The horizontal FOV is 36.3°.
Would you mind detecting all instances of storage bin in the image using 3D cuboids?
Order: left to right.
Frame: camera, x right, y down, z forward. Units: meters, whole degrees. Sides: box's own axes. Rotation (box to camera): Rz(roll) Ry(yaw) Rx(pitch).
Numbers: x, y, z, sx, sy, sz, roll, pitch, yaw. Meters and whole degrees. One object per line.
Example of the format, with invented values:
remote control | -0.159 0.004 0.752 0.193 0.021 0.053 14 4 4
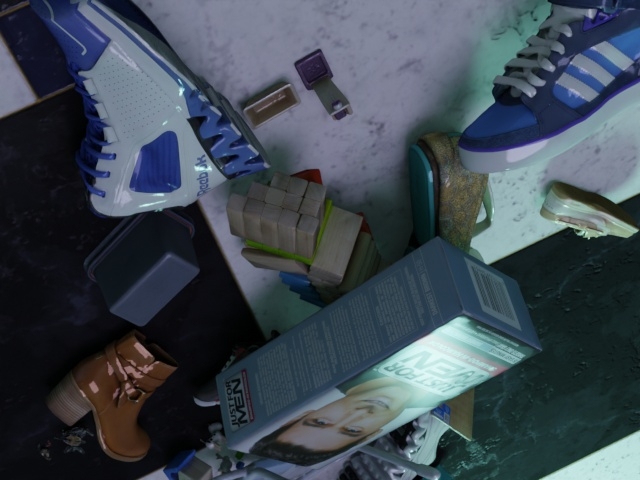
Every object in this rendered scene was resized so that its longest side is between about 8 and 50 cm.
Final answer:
storage bin | -0.203 0.036 1.165 0.135 0.091 0.098 -42 133 14

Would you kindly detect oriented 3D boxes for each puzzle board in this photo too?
puzzle board | 0.210 0.255 1.562 0.011 0.096 0.128 -14 144 35

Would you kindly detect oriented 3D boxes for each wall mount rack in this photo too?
wall mount rack | -0.014 0.367 1.432 0.350 0.130 0.304 -4 151 -45

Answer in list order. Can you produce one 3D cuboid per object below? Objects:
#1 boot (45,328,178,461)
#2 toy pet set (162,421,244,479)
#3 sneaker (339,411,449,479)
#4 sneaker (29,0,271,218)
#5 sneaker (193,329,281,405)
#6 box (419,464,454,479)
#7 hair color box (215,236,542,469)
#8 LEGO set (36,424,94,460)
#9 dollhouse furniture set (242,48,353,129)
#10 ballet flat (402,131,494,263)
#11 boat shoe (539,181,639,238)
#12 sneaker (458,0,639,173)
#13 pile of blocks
boot | -0.250 0.211 1.310 0.152 0.073 0.197 -39 137 4
toy pet set | -0.175 0.329 1.471 0.114 0.065 0.122 -44 150 -38
sneaker | 0.125 0.370 1.611 0.118 0.110 0.292 4 127 -40
sneaker | -0.202 -0.118 1.007 0.182 0.127 0.315 -39 136 6
sneaker | -0.114 0.173 1.365 0.158 0.061 0.065 -29 108 -2
box | 0.151 0.466 1.647 0.100 0.060 0.244 -52 162 21
hair color box | 0.066 0.157 1.239 0.374 0.113 0.185 -34 142 27
LEGO set | -0.352 0.276 1.352 0.083 0.023 0.054 -9 130 -2
dollhouse furniture set | -0.019 -0.138 1.110 0.114 0.081 0.091 -29 135 0
ballet flat | 0.173 0.007 1.306 0.123 0.123 0.348 -13 130 -16
boat shoe | 0.388 -0.034 1.418 0.170 0.063 0.059 19 121 -26
sneaker | 0.271 -0.245 1.124 0.323 0.130 0.236 -28 115 -7
pile of blocks | 0.000 0.000 1.244 0.362 0.149 0.112 50 54 -53
